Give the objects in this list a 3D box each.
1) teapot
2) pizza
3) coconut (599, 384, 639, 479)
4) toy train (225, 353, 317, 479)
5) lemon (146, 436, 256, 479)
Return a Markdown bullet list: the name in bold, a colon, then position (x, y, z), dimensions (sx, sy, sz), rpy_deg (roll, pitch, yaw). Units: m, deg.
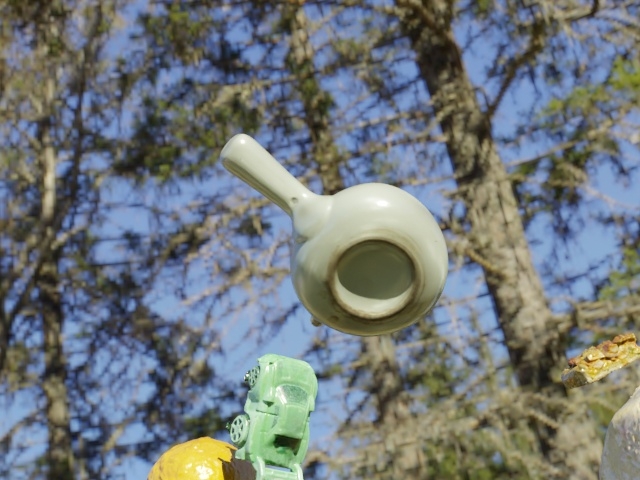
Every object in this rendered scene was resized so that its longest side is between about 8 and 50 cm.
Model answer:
- **teapot**: position (0.030, -0.022, 1.467), dimensions (0.220, 0.149, 0.318), rpy_deg (-25, -69, 7)
- **pizza**: position (0.425, 0.181, 1.717), dimensions (0.134, 0.046, 0.175), rpy_deg (-27, -9, 6)
- **coconut**: position (0.451, 0.233, 1.055), dimensions (0.309, 0.298, 0.297), rpy_deg (5, -33, -21)
- **toy train**: position (-0.048, 0.214, 1.345), dimensions (0.099, 0.149, 0.081), rpy_deg (18, -7, -30)
- **lemon**: position (-0.146, 0.319, 1.425), dimensions (0.142, 0.142, 0.187), rpy_deg (-24, -13, 21)
